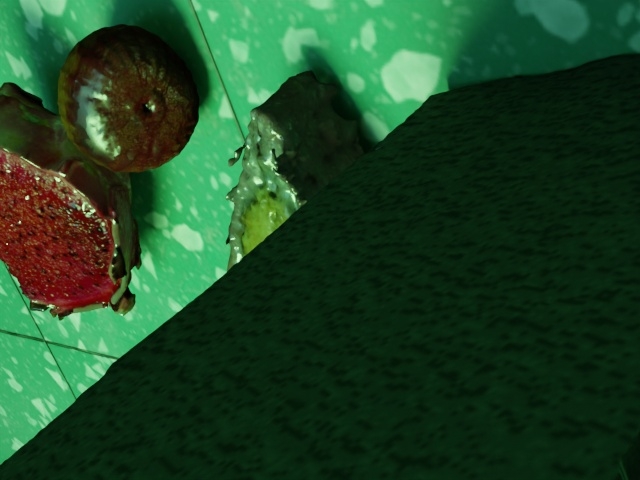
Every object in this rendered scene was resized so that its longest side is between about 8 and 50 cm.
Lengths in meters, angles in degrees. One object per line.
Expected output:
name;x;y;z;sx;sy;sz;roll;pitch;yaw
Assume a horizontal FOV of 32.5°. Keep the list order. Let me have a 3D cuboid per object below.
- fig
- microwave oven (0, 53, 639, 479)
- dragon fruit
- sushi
fig;-0.152;-0.119;0.900;0.119;0.153;0.119;1;105;3
microwave oven;0.098;0.102;0.550;0.374;0.432;0.236;-4;119;46
dragon fruit;-0.220;-0.038;1.011;0.161;0.126;0.274;13;141;24
sushi;-0.011;0.006;0.843;0.161;0.107;0.241;-20;99;51
